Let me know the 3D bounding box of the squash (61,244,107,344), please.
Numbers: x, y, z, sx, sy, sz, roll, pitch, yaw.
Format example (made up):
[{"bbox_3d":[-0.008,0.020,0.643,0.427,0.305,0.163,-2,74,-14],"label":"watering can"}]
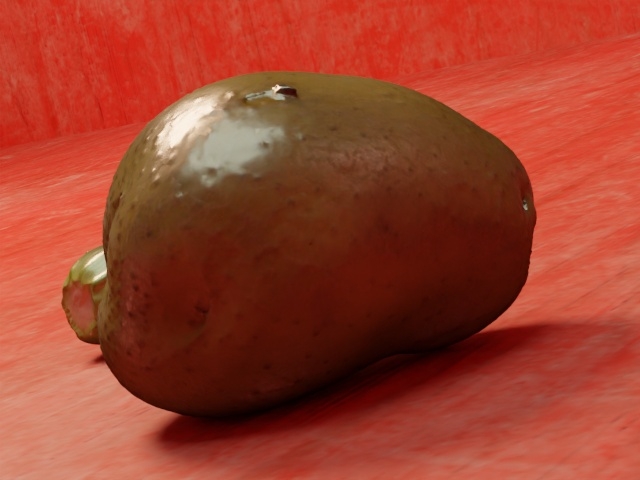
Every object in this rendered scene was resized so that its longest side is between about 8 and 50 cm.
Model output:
[{"bbox_3d":[-0.044,0.005,1.022,0.229,0.066,0.066,-20,11,-37],"label":"squash"}]

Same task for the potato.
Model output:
[{"bbox_3d":[0.000,0.000,0.778,0.194,0.157,0.157,-1,6,-12],"label":"potato"}]
